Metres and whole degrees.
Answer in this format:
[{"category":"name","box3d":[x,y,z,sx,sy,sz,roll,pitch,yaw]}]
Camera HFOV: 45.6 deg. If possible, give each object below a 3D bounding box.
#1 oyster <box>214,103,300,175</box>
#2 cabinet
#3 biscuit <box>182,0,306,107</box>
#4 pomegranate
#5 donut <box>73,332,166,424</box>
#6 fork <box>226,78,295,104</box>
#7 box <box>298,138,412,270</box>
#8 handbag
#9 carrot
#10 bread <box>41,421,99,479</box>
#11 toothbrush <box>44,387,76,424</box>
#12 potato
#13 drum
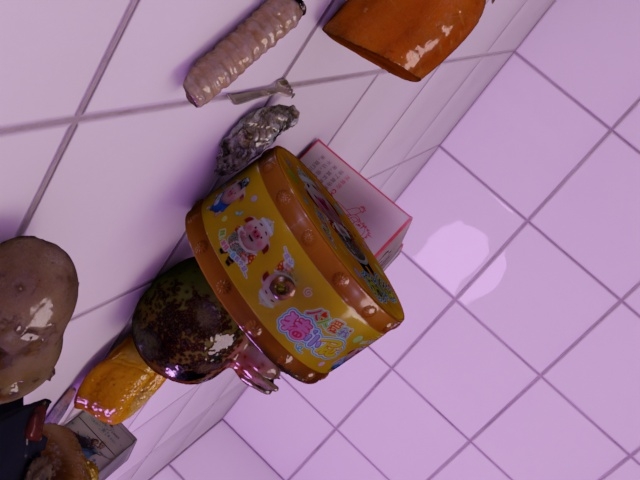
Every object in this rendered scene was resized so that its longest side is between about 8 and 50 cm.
[{"category":"oyster","box3d":[-0.118,-0.179,1.359,0.177,0.064,0.125,-46,175,14]},{"category":"cabinet","box3d":[-0.587,0.531,1.873,0.206,0.145,0.150,-38,167,-42]},{"category":"biscuit","box3d":[-0.107,-0.270,1.059,0.219,0.055,0.061,-46,164,-13]},{"category":"pomegranate","box3d":[-0.217,0.201,1.593,0.285,0.341,0.285,-51,178,-3]},{"category":"donut","box3d":[-0.424,0.300,1.757,0.303,0.110,0.303,-49,173,-8]},{"category":"fork","box3d":[-0.096,-0.250,1.279,0.028,0.034,0.219,-23,-178,29]},{"category":"box","box3d":[0.000,0.000,1.831,0.314,0.312,0.300,-46,168,-14]},{"category":"handbag","box3d":[-0.565,0.427,1.284,0.329,0.122,0.303,43,58,-82]},{"category":"carrot","box3d":[0.179,-0.408,1.319,0.331,0.193,0.214,-51,130,-5]},{"category":"bread","box3d":[-0.556,0.493,1.574,0.176,0.246,0.195,-8,139,-35]},{"category":"toothbrush","box3d":[-0.639,0.459,1.707,0.375,0.028,0.037,-52,-164,21]},{"category":"potato","box3d":[-0.409,0.105,0.982,0.165,0.165,0.262,-32,156,-56]},{"category":"drum","box3d":[-0.042,0.044,1.432,0.214,0.431,0.431,-36,172,9]}]
